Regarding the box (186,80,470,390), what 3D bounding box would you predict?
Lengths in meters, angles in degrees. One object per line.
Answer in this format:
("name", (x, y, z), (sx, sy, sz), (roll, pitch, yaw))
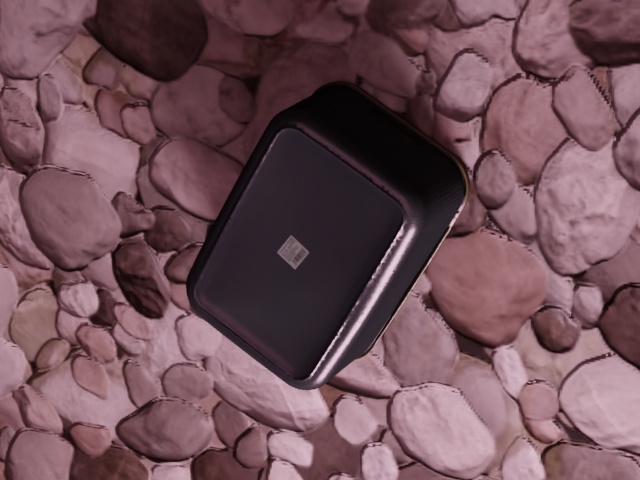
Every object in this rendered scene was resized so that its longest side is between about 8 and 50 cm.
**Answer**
("box", (0.000, 0.000, 1.013), (0.144, 0.090, 0.201), (37, 119, 10))
